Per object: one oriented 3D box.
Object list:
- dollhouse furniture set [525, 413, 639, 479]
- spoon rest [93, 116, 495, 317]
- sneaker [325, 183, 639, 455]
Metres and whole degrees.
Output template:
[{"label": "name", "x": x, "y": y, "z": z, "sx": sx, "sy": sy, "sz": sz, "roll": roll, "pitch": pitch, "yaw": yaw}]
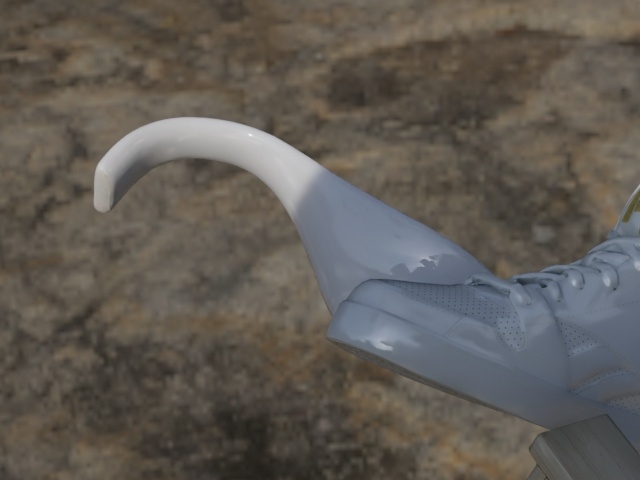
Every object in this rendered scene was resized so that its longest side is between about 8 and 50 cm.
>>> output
[{"label": "dollhouse furniture set", "x": 0.238, "y": 0.212, "z": 0.802, "sx": 0.303, "sy": 0.198, "sz": 0.286, "roll": -10, "pitch": 52, "yaw": -35}, {"label": "spoon rest", "x": 0.000, "y": 0.000, "z": 0.995, "sx": 0.276, "sy": 0.137, "sz": 0.084, "roll": 27, "pitch": 62, "yaw": 3}, {"label": "sneaker", "x": 0.147, "y": 0.025, "z": 0.912, "sx": 0.292, "sy": 0.169, "sz": 0.108, "roll": 18, "pitch": 0, "yaw": -30}]
